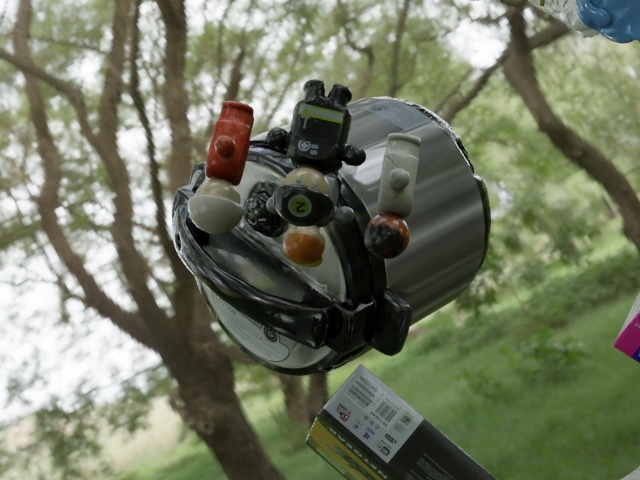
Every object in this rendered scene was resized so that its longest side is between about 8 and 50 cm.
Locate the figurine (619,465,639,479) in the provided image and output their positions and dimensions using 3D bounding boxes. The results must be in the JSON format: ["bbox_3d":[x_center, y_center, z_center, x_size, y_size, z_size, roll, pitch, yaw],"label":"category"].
[{"bbox_3d":[0.293,0.291,1.049,0.209,0.092,0.215,-39,-34,29],"label":"figurine"}]

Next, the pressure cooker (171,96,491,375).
[{"bbox_3d":[0.000,-0.006,1.623,0.420,0.375,0.370,-26,6,-43],"label":"pressure cooker"}]

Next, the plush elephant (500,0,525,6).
[{"bbox_3d":[0.268,-0.508,1.802,0.271,0.255,0.330,-8,17,-11],"label":"plush elephant"}]

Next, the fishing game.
[{"bbox_3d":[0.400,-0.336,1.360,0.264,0.189,0.041,12,28,35],"label":"fishing game"}]

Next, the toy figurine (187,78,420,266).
[{"bbox_3d":[-0.011,-0.056,1.158,0.213,0.148,0.209,-6,-25,42],"label":"toy figurine"}]

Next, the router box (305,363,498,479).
[{"bbox_3d":[0.126,0.297,1.299,0.081,0.309,0.243,-47,-10,-17],"label":"router box"}]

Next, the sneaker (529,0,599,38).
[{"bbox_3d":[0.352,-0.358,1.577,0.090,0.095,0.235,-63,19,9],"label":"sneaker"}]

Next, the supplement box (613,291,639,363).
[{"bbox_3d":[0.455,0.059,1.275,0.114,0.111,0.220,-48,-14,-42],"label":"supplement box"}]
